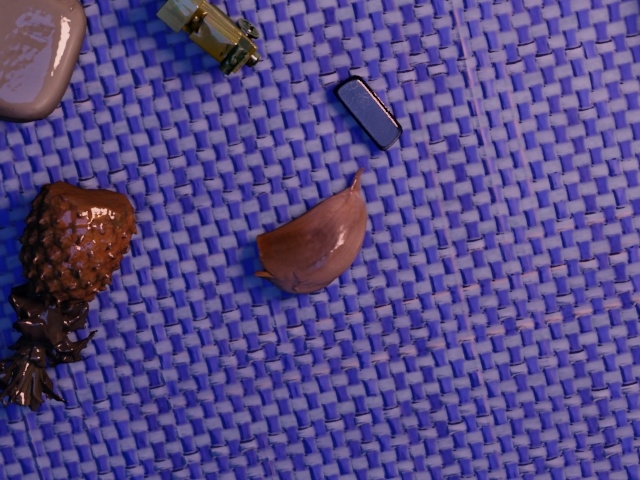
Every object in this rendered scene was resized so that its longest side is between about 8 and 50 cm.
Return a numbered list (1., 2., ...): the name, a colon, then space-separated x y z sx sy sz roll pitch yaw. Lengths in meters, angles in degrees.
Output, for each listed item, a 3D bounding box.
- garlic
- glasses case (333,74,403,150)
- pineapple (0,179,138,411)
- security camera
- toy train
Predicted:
1. garlic: 0.000 0.003 1.995 0.152 0.066 0.084 -31 98 9
2. glasses case: 0.049 -0.131 1.989 0.033 0.023 0.083 -40 101 3
3. pineapple: -0.268 0.063 1.994 0.125 0.125 0.251 20 106 -4
4. security camera: -0.286 -0.267 1.937 0.157 0.080 0.301 21 91 -2
5. toy train: -0.110 -0.214 1.943 0.122 0.081 0.050 40 105 -8
